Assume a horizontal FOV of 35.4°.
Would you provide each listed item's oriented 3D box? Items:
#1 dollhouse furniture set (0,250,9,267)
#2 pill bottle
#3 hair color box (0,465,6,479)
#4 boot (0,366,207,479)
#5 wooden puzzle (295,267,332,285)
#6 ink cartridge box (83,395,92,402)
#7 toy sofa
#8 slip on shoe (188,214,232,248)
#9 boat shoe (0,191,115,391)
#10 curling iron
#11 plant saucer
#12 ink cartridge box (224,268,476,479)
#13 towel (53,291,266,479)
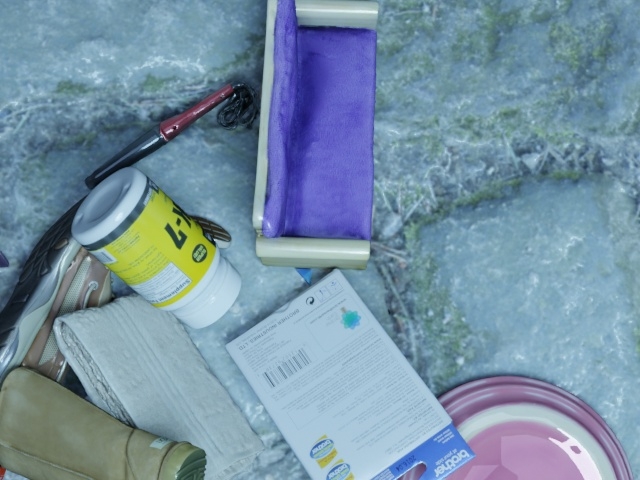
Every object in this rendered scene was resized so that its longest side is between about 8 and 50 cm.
[{"bbox_3d":[-0.486,-0.013,1.344,0.114,0.091,0.081,-7,63,-1],"label":"dollhouse furniture set"},{"bbox_3d":[-0.204,0.014,1.281,0.119,0.119,0.208,-51,122,-11],"label":"pill bottle"},{"bbox_3d":[-0.477,0.354,1.273,0.093,0.053,0.167,18,79,1],"label":"hair color box"},{"bbox_3d":[-0.268,0.296,1.169,0.269,0.089,0.236,15,95,26],"label":"boot"},{"bbox_3d":[0.000,0.000,1.390,0.078,0.014,0.116,40,79,10],"label":"wooden puzzle"},{"bbox_3d":[-0.307,0.237,1.317,0.083,0.028,0.048,-39,82,-9],"label":"ink cartridge box"},{"bbox_3d":[-0.001,-0.148,1.330,0.150,0.177,0.363,3,75,1],"label":"toy sofa"},{"bbox_3d":[-0.189,-0.008,1.370,0.135,0.051,0.041,15,117,-7],"label":"slip on shoe"},{"bbox_3d":[-0.332,0.072,1.320,0.116,0.123,0.324,39,67,-28],"label":"boat shoe"},{"bbox_3d":[-0.206,-0.144,1.399,0.274,0.035,0.068,-27,80,-8],"label":"curling iron"},{"bbox_3d":[0.252,0.339,1.293,0.332,0.084,0.332,1,77,-3],"label":"plant saucer"},{"bbox_3d":[0.035,0.207,1.278,0.185,0.065,0.311,-34,61,-8],"label":"ink cartridge box"},{"bbox_3d":[-0.199,0.193,1.265,0.049,0.187,0.282,-40,79,28],"label":"towel"}]
